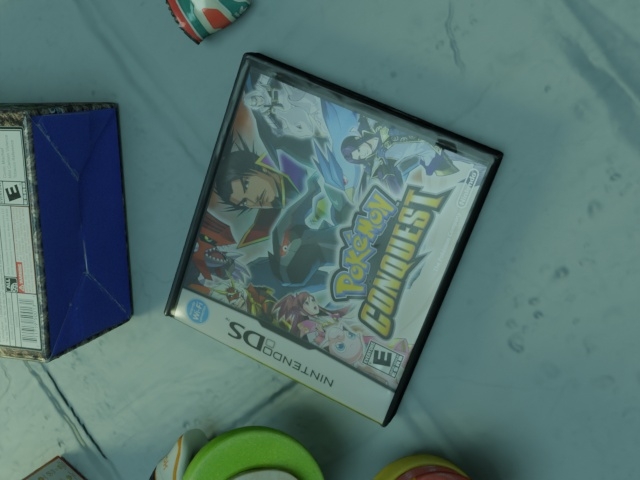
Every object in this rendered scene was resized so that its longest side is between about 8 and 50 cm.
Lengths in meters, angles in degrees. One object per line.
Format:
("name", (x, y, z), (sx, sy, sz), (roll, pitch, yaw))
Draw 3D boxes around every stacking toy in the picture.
("stacking toy", (0.002, 0.302, 0.722), (0.280, 0.130, 0.308), (22, 76, -8))

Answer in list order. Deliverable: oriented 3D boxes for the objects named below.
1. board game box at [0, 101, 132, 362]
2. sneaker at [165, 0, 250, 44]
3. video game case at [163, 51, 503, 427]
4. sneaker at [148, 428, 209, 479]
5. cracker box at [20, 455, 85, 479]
("board game box", (-0.358, -0.021, 0.900), (0.291, 0.141, 0.232), (4, 102, 21))
("sneaker", (-0.119, -0.264, 0.810), (0.075, 0.057, 0.161), (-25, 90, 7))
("video game case", (0.000, 0.000, 0.822), (0.248, 0.035, 0.274), (25, 109, 15))
("sneaker", (-0.029, 0.298, 0.848), (0.321, 0.126, 0.127), (26, 108, 13))
("cracker box", (-0.353, 0.341, 0.926), (0.067, 0.232, 0.155), (39, 113, 10))
